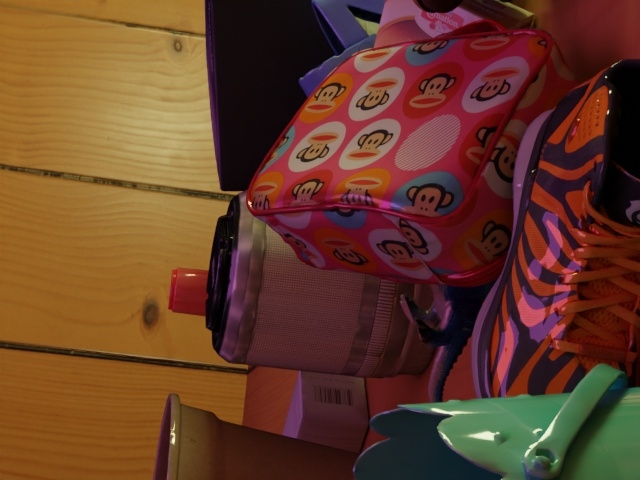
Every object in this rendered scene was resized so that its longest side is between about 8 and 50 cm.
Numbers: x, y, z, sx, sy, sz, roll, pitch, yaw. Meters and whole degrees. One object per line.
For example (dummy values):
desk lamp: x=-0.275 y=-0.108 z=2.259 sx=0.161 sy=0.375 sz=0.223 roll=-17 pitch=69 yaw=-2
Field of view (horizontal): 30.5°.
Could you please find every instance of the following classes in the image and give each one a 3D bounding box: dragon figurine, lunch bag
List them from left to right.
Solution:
lunch bag: x=0.092 y=-0.093 z=1.060 sx=0.293 sy=0.120 sz=0.258 roll=6 pitch=58 yaw=50
dragon figurine: x=0.153 y=0.041 z=1.143 sx=0.085 sy=0.144 sz=0.289 roll=-117 pitch=16 yaw=-71

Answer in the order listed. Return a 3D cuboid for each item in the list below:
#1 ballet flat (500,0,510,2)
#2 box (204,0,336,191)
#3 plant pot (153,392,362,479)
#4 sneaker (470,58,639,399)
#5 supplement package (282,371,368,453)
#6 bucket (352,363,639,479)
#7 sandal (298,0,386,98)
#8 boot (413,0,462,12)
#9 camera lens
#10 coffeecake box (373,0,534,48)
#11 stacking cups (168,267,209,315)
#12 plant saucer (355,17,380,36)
ballet flat: x=0.212 y=-0.287 z=1.133 sx=0.203 sy=0.074 sz=0.074 roll=142 pitch=135 yaw=-68
box: x=-0.069 y=-0.270 z=1.641 sx=0.294 sy=0.182 sz=0.296 roll=-101 pitch=10 yaw=-54
plant pot: x=-0.063 y=0.376 z=1.505 sx=0.334 sy=0.305 sz=0.334 roll=-173 pitch=90 yaw=-80
sneaker: x=0.191 y=0.020 z=0.814 sx=0.180 sy=0.124 sz=0.321 roll=124 pitch=152 yaw=-72
supplement package: x=0.002 y=0.299 z=1.792 sx=0.105 sy=0.105 sz=0.179 roll=-96 pitch=17 yaw=-52
bucket: x=0.141 y=0.206 z=0.642 sx=0.281 sy=0.183 sz=0.281 roll=174 pitch=90 yaw=-75
sandal: x=0.054 y=-0.279 z=1.405 sx=0.126 sy=0.138 sz=0.317 roll=157 pitch=119 yaw=-82
boot: x=0.176 y=-0.268 z=1.026 sx=0.207 sy=0.090 sz=0.248 roll=48 pitch=138 yaw=33
camera lens: x=0.000 y=0.056 z=1.471 sx=0.219 sy=0.274 sz=0.219 roll=-173 pitch=90 yaw=-81
coffeecake box: x=0.129 y=-0.183 z=1.265 sx=0.068 sy=0.142 sz=0.185 roll=-33 pitch=-34 yaw=-46
stacking cups: x=-0.054 y=0.079 z=1.657 sx=0.096 sy=0.316 sz=0.096 roll=-170 pitch=90 yaw=-81
plant saucer: x=0.070 y=-0.192 z=1.669 sx=0.400 sy=0.100 sz=0.400 roll=177 pitch=90 yaw=-85
